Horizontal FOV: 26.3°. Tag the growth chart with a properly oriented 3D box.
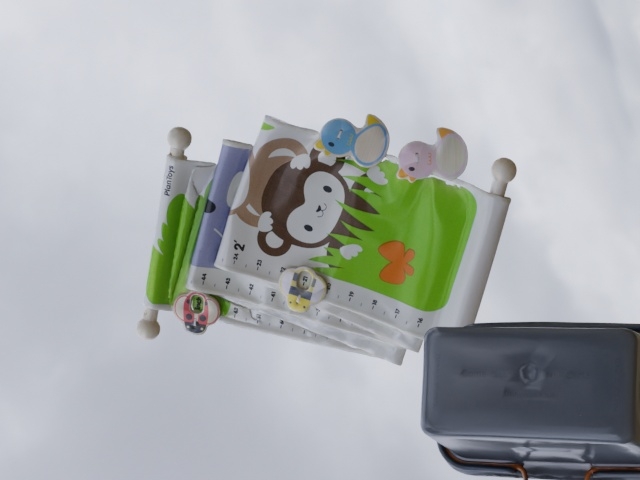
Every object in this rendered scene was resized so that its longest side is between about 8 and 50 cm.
[{"bbox_3d":[0.000,0.000,0.887,0.021,0.237,0.172,-55,-28,-71],"label":"growth chart"}]

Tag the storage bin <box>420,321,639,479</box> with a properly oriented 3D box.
[{"bbox_3d":[0.113,0.084,0.700,0.091,0.135,0.098,29,-117,-65],"label":"storage bin"}]
